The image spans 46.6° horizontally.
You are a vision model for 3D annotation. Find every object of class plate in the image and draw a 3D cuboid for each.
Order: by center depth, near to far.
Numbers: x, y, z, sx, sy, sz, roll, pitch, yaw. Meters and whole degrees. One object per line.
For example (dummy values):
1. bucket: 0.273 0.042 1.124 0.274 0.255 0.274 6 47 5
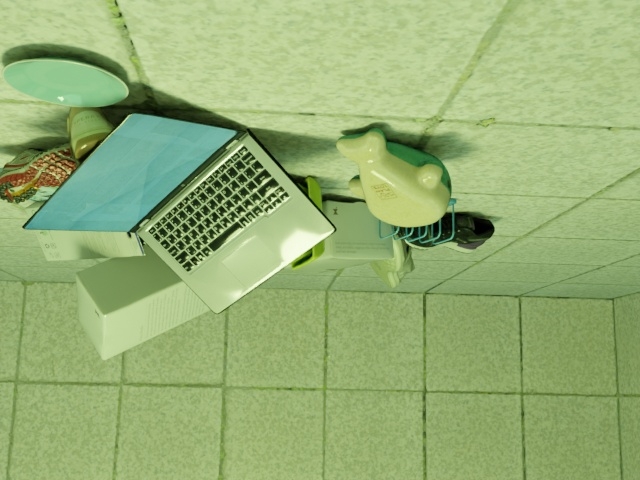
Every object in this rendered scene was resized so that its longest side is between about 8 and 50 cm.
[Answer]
1. plate: -0.394 -0.252 1.159 0.188 0.024 0.188 2 169 0

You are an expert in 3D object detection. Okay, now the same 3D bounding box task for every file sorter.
1. file sorter: 0.245 -0.053 1.907 0.170 0.104 0.118 5 169 -21

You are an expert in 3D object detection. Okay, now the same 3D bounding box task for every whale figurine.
1. whale figurine: 0.149 -0.143 1.471 0.216 0.141 0.272 -9 141 41

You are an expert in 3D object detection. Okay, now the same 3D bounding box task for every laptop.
1. laptop: -0.263 -0.024 1.420 0.382 0.408 0.236 -35 -167 33

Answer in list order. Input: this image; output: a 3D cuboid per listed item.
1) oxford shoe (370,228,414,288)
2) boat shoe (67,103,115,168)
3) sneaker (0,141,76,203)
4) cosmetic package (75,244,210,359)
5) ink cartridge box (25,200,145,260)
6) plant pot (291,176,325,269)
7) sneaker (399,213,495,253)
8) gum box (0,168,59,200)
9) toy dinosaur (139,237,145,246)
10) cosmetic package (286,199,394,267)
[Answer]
1. oxford shoe: 0.223 0.025 2.297 0.130 0.169 0.449 -39 161 -6
2. boat shoe: -0.414 -0.169 1.390 0.109 0.098 0.302 -19 170 -13
3. sneaker: -0.579 -0.160 1.536 0.225 0.093 0.088 -18 144 17
4. cosmetic package: -0.426 0.122 2.051 0.453 0.161 0.230 -25 152 -32
5. ink cartridge box: -0.601 -0.035 1.943 0.332 0.165 0.065 -2 -154 24
6. plant pot: -0.112 -0.034 1.759 0.207 0.227 0.228 -1 170 -19
7. sneaker: 0.354 -0.040 2.048 0.283 0.107 0.124 3 155 -31
8. gum box: -0.658 -0.134 1.750 0.184 0.041 0.157 -3 169 24
9. toy dinosaur: -0.542 -0.008 2.155 0.218 0.164 0.322 19 -171 -6
10. cosmetic package: 0.000 0.000 2.051 0.217 0.156 0.385 2 172 -33
